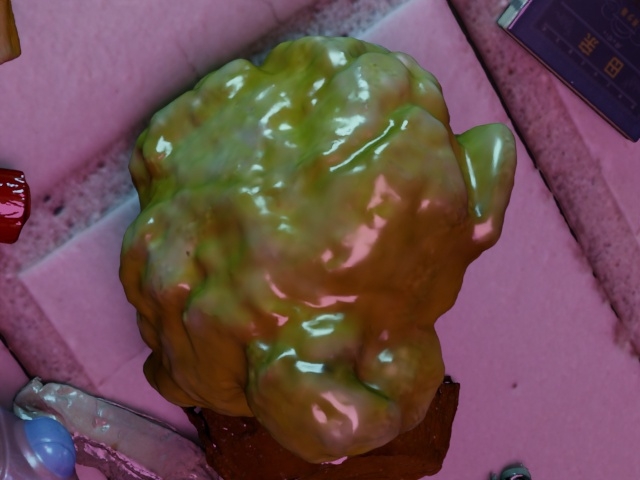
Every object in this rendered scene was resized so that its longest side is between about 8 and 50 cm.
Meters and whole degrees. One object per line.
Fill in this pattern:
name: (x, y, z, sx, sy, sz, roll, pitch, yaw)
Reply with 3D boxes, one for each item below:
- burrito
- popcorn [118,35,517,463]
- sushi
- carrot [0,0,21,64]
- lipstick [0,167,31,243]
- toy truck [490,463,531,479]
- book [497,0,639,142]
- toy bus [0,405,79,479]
burrito: (-0.176, 0.190, 1.461, 0.229, 0.063, 0.058, 24, 139, -17)
popcorn: (-0.013, -0.003, 1.313, 0.294, 0.292, 0.334, 12, 93, -11)
sushi: (0.014, 0.154, 1.472, 0.287, 0.140, 0.149, -9, 148, -16)
carrot: (-0.324, -0.244, 1.191, 0.196, 0.196, 0.254, -6, 103, -17)
lipstick: (-0.376, -0.042, 1.298, 0.280, 0.073, 0.073, 7, 106, -21)
toy truck: (0.223, 0.299, 1.632, 0.154, 0.080, 0.078, 33, 122, -26)
book: (0.311, -0.248, 1.488, 0.191, 0.025, 0.269, 37, 94, -26)
toy bus: (-0.320, 0.223, 1.333, 0.294, 0.197, 0.232, 32, 100, -24)
